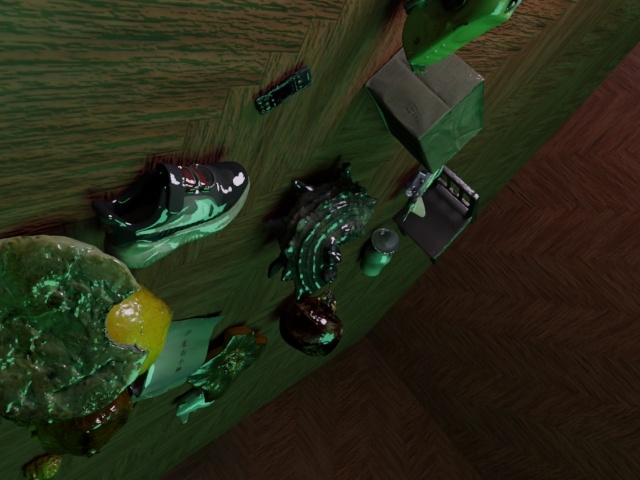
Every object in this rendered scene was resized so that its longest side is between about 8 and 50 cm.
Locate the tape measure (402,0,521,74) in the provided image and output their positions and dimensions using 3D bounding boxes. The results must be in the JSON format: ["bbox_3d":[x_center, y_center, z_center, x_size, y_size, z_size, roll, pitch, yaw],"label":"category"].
[{"bbox_3d":[0.188,-0.345,0.621,0.177,0.154,0.087,-16,179,43],"label":"tape measure"}]

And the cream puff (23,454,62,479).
[{"bbox_3d":[-0.698,0.579,1.132,0.083,0.058,0.083,-30,160,-23],"label":"cream puff"}]

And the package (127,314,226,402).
[{"bbox_3d":[-0.369,0.289,1.135,0.251,0.062,0.203,-59,157,13],"label":"package"}]

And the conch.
[{"bbox_3d":[-0.002,-0.022,0.991,0.313,0.186,0.240,-62,166,3],"label":"conch"}]

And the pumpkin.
[{"bbox_3d":[-0.285,0.366,1.398,0.290,0.095,0.258,-43,151,-22],"label":"pumpkin"}]

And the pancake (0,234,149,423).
[{"bbox_3d":[-0.347,0.112,0.562,0.253,0.254,0.037,-37,-161,-9],"label":"pancake"}]

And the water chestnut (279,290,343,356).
[{"bbox_3d":[-0.019,0.279,1.533,0.238,0.223,0.224,-55,162,-4],"label":"water chestnut"}]

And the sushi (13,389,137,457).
[{"bbox_3d":[-0.479,0.330,0.880,0.167,0.179,0.296,-48,172,-36],"label":"sushi"}]

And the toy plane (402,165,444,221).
[{"bbox_3d":[0.303,-0.182,1.325,0.192,0.088,0.262,-65,173,-64],"label":"toy plane"}]

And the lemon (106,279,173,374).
[{"bbox_3d":[-0.336,0.145,0.688,0.193,0.180,0.180,-46,161,3],"label":"lemon"}]

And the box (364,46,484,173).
[{"bbox_3d":[0.211,-0.257,0.867,0.155,0.149,0.231,-43,162,9],"label":"box"}]

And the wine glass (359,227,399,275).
[{"bbox_3d":[0.207,0.049,1.623,0.103,0.103,0.231,-34,163,-20],"label":"wine glass"}]

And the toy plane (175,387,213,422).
[{"bbox_3d":[-0.430,0.558,1.575,0.174,0.080,0.174,-38,162,-15],"label":"toy plane"}]

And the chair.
[{"bbox_3d":[0.391,-0.078,1.535,0.240,0.203,0.416,-45,162,9],"label":"chair"}]

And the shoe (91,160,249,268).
[{"bbox_3d":[-0.204,-0.055,0.620,0.227,0.099,0.112,-35,153,-14],"label":"shoe"}]

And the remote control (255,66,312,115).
[{"bbox_3d":[-0.054,-0.219,0.652,0.096,0.014,0.039,-37,161,-8],"label":"remote control"}]
